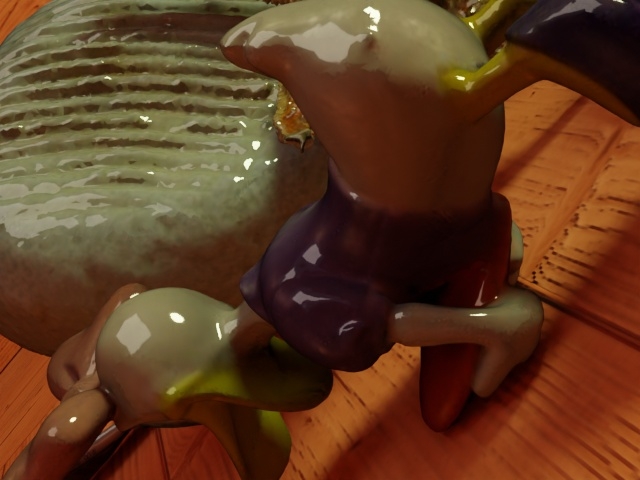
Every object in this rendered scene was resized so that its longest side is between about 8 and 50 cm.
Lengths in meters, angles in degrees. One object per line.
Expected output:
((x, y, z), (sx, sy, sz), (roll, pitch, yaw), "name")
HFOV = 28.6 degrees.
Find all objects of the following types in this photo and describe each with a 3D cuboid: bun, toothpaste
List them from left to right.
((-0.179, 0.162, 1.078), (0.301, 0.048, 0.075), (-47, 9, 3), "toothpaste")
((-0.103, -0.048, 0.895), (0.362, 0.361, 0.211), (-62, -26, -42), "bun")

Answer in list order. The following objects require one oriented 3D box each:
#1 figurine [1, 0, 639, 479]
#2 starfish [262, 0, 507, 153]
((0.006, 0.000, 0.586), (0.421, 0.193, 0.154), (-49, 16, 27), "figurine")
((0.016, -0.144, 0.766), (0.301, 0.294, 0.084), (-19, -35, -10), "starfish")
